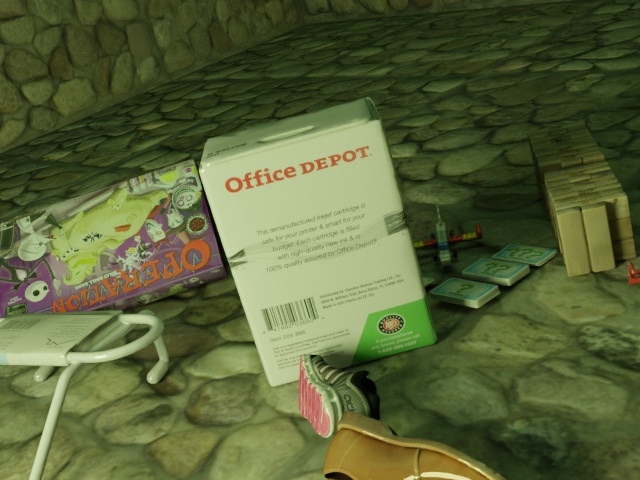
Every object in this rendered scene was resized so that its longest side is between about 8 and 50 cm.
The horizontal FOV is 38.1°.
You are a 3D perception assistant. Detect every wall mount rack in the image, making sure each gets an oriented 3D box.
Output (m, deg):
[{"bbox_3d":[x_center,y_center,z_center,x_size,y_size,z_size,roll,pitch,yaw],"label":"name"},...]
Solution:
[{"bbox_3d":[-0.353,0.187,1.116,0.350,0.131,0.304,-4,21,27],"label":"wall mount rack"}]

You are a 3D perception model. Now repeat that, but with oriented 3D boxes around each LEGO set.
[{"bbox_3d":[0.169,0.016,1.258,0.182,0.060,0.244,-27,24,-36],"label":"LEGO set"}]

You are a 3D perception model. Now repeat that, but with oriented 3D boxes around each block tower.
[{"bbox_3d":[0.357,-0.068,1.286,0.090,0.097,0.335,-11,24,11],"label":"block tower"}]

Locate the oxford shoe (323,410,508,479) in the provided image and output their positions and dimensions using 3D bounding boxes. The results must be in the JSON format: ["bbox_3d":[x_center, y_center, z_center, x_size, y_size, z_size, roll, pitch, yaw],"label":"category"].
[{"bbox_3d":[0.090,0.218,0.828,0.212,0.076,0.076,6,58,44],"label":"oxford shoe"}]

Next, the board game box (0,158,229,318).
[{"bbox_3d":[-0.333,0.016,1.435,0.346,0.056,0.208,-19,65,-1],"label":"board game box"}]

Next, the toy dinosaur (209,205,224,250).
[{"bbox_3d":[-0.265,-0.012,1.583,0.313,0.121,0.160,1,15,46],"label":"toy dinosaur"}]

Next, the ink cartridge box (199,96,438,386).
[{"bbox_3d":[0.000,0.000,1.092,0.211,0.289,0.121,-14,22,2],"label":"ink cartridge box"}]

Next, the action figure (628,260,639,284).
[{"bbox_3d":[0.422,0.032,1.086,0.115,0.030,0.038,-4,19,22],"label":"action figure"}]

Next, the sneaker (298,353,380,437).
[{"bbox_3d":[0.020,0.164,0.995,0.074,0.063,0.170,-1,9,-12],"label":"sneaker"}]
